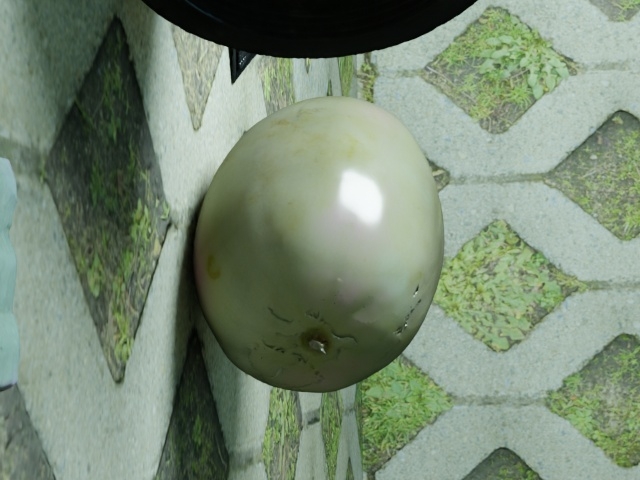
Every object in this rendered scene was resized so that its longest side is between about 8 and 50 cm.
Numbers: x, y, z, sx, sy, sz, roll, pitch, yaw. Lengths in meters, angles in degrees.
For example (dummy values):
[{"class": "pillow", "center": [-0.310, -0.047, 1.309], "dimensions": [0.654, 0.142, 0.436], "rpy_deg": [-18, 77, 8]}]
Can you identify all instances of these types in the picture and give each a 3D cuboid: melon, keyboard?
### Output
[{"class": "melon", "center": [0.000, 0.000, 1.177], "dimensions": [0.317, 0.223, 0.223], "rpy_deg": [-81, 167, -52]}, {"class": "keyboard", "center": [-0.075, -0.226, 1.420], "dimensions": [0.196, 0.015, 0.074], "rpy_deg": [-70, 158, -69]}]

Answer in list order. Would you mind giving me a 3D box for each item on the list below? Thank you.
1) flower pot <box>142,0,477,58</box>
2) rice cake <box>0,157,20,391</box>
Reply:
[{"class": "flower pot", "center": [-0.010, -0.349, 0.947], "dimensions": [0.293, 0.294, 0.330], "rpy_deg": [76, 10, -60]}, {"class": "rice cake", "center": [-0.160, 0.010, 0.510], "dimensions": [0.237, 0.043, 0.127], "rpy_deg": [96, -10, -82]}]
